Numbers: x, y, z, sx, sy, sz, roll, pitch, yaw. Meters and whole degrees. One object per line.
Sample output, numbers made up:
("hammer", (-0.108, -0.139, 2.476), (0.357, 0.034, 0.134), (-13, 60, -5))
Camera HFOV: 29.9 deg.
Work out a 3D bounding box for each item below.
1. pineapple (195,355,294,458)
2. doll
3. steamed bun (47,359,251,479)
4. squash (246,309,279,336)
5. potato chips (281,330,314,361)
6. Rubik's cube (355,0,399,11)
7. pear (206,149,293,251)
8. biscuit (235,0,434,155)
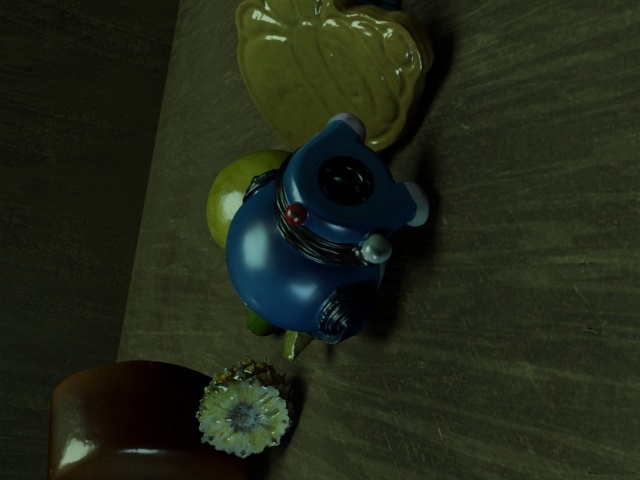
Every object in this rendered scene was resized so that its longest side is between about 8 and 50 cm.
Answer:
("pineapple", (-0.125, 0.265, 2.046), (0.137, 0.161, 0.176), (-92, 20, -65))
("doll", (-0.007, -0.003, 1.701), (0.284, 0.240, 0.310), (61, 152, 19))
("steamed bun", (-0.287, 0.353, 2.135), (0.248, 0.379, 0.235), (-48, 35, 39))
("squash", (-0.079, 0.115, 2.127), (0.258, 0.069, 0.069), (125, 150, -54))
("potato chips", (0.000, 0.000, 1.942), (0.057, 0.080, 0.407), (-6, 72, 54))
("Rubik's cube", (0.028, -0.318, 1.910), (0.155, 0.154, 0.151), (132, 144, -59))
("pear", (-0.089, -0.052, 2.040), (0.209, 0.208, 0.209), (-169, 90, -72))
("biscuit", (0.008, -0.254, 1.761), (0.057, 0.312, 0.351), (-44, 4, -39))
